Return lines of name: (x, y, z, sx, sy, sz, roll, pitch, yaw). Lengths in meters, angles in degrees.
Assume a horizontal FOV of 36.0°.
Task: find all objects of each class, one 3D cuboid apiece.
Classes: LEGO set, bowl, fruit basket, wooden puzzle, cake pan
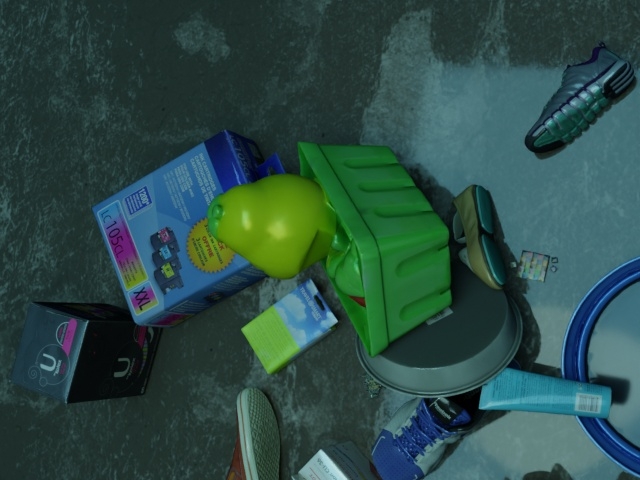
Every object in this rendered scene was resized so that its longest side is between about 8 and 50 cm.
LEGO set: (0.106, 0.261, 1.848, 0.054, 0.023, 0.083, 42, 88, 17)
bowl: (0.601, 0.208, 1.621, 0.391, 0.077, 0.391, -2, 85, 22)
fruit basket: (0.000, 0.000, 1.671, 0.392, 0.392, 0.282, 10, 130, 22)
wooden puzzle: (0.381, 0.046, 1.760, 0.083, 0.006, 0.049, 13, 90, 22)
cake pan: (0.200, 0.141, 1.702, 0.293, 0.054, 0.293, -9, 41, 8)

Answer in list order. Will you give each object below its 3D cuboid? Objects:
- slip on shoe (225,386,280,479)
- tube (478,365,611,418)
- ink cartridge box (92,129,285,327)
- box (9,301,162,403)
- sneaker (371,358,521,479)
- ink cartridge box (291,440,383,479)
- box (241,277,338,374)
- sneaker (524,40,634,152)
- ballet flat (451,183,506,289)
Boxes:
slip on shoe: (-0.138, 0.447, 1.880, 0.101, 0.123, 0.331, -4, 89, 25)
tube: (0.369, 0.253, 1.618, 0.207, 0.052, 0.080, 7, 64, 10)
ink cartridge box: (-0.217, -0.032, 1.934, 0.396, 0.151, 0.270, -28, 76, 16)
box: (-0.453, 0.217, 1.938, 0.143, 0.270, 0.165, 15, 92, 23)
sneaker: (0.201, 0.305, 1.716, 0.315, 0.182, 0.127, -43, 70, 13)
ink cartridge box: (0.038, 0.430, 1.762, 0.115, 0.198, 0.067, 45, 102, 19)
box: (-0.055, 0.166, 1.905, 0.178, 0.042, 0.109, -37, 74, 15)
sneaker: (0.440, -0.250, 1.737, 0.224, 0.083, 0.098, -39, 52, 10)
ballet flat: (0.276, 0.004, 1.739, 0.073, 0.080, 0.232, -29, 42, 28)
